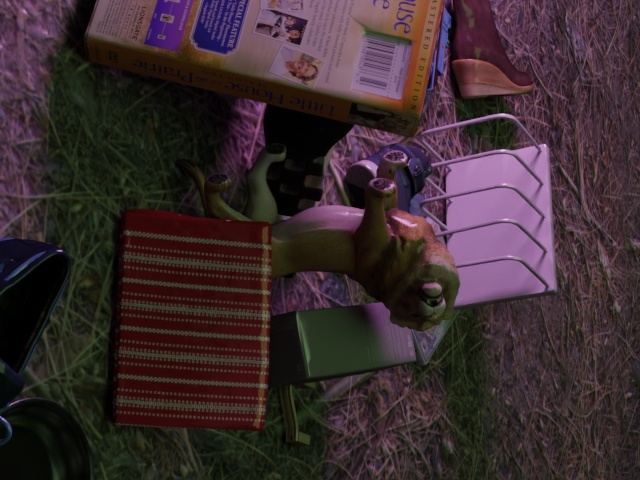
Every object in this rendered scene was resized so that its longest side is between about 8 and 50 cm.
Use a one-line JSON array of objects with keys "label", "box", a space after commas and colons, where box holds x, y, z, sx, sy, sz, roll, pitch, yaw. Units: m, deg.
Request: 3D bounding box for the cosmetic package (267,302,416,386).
[{"label": "cosmetic package", "box": [0.012, 0.148, 1.898, 0.238, 0.127, 0.107, 2, 77, -48]}]

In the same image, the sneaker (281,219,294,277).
[{"label": "sneaker", "box": [-0.051, 0.014, 1.930, 0.170, 0.051, 0.089, -6, 91, -52]}]

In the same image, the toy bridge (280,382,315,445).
[{"label": "toy bridge", "box": [-0.033, 0.204, 1.951, 0.063, 0.026, 0.188, 30, 60, -50]}]

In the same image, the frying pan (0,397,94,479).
[{"label": "frying pan", "box": [-0.325, 0.337, 1.465, 0.197, 0.053, 0.326, 0, 88, -57]}]

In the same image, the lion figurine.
[{"label": "lion figurine", "box": [0.000, 0.000, 1.812, 0.142, 0.392, 0.240, -73, 169, -53]}]

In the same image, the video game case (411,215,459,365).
[{"label": "video game case", "box": [0.184, 0.086, 2.302, 0.201, 0.023, 0.183, -51, 127, -47]}]

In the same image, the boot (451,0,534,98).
[{"label": "boot", "box": [0.329, -0.376, 2.522, 0.248, 0.090, 0.206, -11, 97, -53]}]

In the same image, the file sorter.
[{"label": "file sorter", "box": [0.278, -0.049, 2.267, 0.173, 0.193, 0.277, 35, 50, -54]}]

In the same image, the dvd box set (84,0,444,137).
[{"label": "dvd box set", "box": [-0.054, -0.316, 1.678, 0.062, 0.421, 0.307, 105, -3, -65]}]

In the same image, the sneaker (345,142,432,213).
[{"label": "sneaker", "box": [0.138, -0.050, 2.186, 0.163, 0.086, 0.226, -37, 113, -50]}]

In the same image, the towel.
[{"label": "towel", "box": [-0.160, 0.099, 1.670, 0.199, 0.031, 0.274, 5, 79, -17]}]

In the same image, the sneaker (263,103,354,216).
[{"label": "sneaker", "box": [-0.018, -0.182, 1.842, 0.330, 0.122, 0.146, 116, -12, -56]}]

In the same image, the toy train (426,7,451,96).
[{"label": "toy train", "box": [0.177, -0.333, 2.298, 0.105, 0.080, 0.184, 35, 57, -57]}]

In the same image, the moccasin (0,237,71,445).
[{"label": "moccasin", "box": [-0.367, 0.126, 1.365, 0.137, 0.117, 0.342, 50, 47, -42]}]

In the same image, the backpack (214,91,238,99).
[{"label": "backpack", "box": [-0.101, -0.289, 1.810, 0.166, 0.144, 0.188, -63, 144, -44]}]
